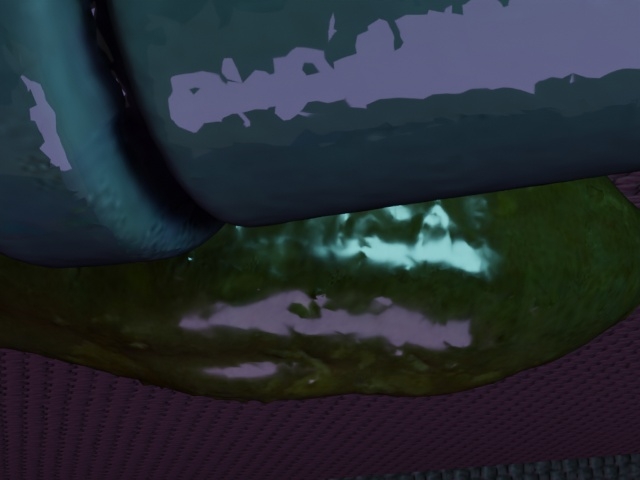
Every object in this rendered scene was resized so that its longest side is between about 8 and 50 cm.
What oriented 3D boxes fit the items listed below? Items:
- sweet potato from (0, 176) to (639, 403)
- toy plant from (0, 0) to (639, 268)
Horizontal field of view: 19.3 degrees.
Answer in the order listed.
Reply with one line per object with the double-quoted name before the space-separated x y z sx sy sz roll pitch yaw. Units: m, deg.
"sweet potato" 0.000 0.000 0.854 0.370 0.157 0.158 5 167 3
"toy plant" -0.080 -0.088 0.475 0.400 0.185 0.279 -2 -163 15
